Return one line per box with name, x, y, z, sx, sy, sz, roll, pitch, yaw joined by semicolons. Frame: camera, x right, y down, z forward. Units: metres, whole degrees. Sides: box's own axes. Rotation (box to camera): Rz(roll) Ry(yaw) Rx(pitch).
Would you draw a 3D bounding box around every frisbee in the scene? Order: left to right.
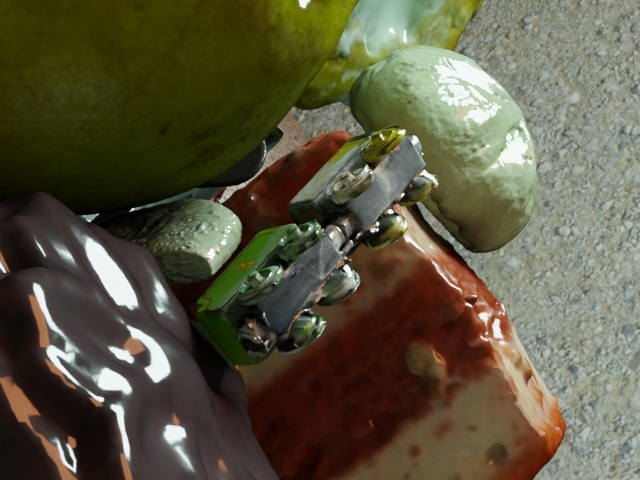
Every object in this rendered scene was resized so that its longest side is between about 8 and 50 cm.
frisbee;-0.157;-0.035;0.965;0.211;0.187;0.012;23;-25;47

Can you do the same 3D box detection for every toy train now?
toy train;0.000;0.000;0.748;0.081;0.202;0.060;-12;-60;47

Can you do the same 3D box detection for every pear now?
pear;-0.171;-0.181;0.832;0.413;0.352;0.352;7;-18;31

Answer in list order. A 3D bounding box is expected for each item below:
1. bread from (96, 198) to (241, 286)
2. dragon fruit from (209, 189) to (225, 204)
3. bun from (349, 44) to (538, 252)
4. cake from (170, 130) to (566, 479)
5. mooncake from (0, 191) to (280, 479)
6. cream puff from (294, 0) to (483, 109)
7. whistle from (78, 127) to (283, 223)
bread;-0.127;-0.001;0.820;0.112;0.193;0.036;-45;120;-51
dragon fruit;-0.192;-0.151;1.458;0.189;0.163;0.262;1;45;-43
bun;0.118;-0.086;1.021;0.195;0.118;0.195;52;4;-5
cake;0.018;0.107;0.953;0.319;0.269;0.270;51;8;5
mooncake;-0.124;0.108;0.643;0.283;0.141;0.283;51;10;-13
cream puff;-0.010;-0.288;1.142;0.275;0.378;0.378;44;2;37
whistle;-0.166;-0.111;1.189;0.168;0.188;0.405;51;8;-2
